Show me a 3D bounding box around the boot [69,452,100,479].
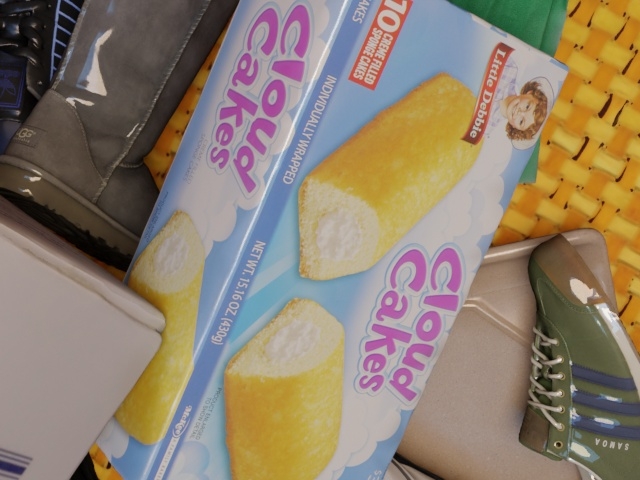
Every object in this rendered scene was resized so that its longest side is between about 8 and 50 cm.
[{"bbox_3d":[-0.186,0.208,0.660,0.094,0.207,0.246,-16,99,6],"label":"boot"}]

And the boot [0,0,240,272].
[{"bbox_3d":[-0.099,-0.089,0.664,0.076,0.189,0.208,12,72,29],"label":"boot"}]

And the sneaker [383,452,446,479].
[{"bbox_3d":[0.065,0.211,0.662,0.321,0.127,0.126,34,97,19],"label":"sneaker"}]

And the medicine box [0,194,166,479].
[{"bbox_3d":[-0.268,0.061,0.504,0.289,0.149,0.263,30,85,37],"label":"medicine box"}]

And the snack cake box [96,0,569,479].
[{"bbox_3d":[0.000,0.000,0.543,0.152,0.089,0.264,16,101,-38],"label":"snack cake box"}]

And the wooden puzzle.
[{"bbox_3d":[0.098,0.121,0.715,0.221,0.044,0.238,-12,103,5],"label":"wooden puzzle"}]

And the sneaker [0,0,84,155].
[{"bbox_3d":[-0.179,-0.122,0.661,0.082,0.090,0.232,3,100,3],"label":"sneaker"}]

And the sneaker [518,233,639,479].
[{"bbox_3d":[0.156,0.097,0.650,0.086,0.064,0.192,-30,104,3],"label":"sneaker"}]

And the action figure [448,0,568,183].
[{"bbox_3d":[0.098,-0.151,0.611,0.137,0.063,0.232,16,128,-2],"label":"action figure"}]
